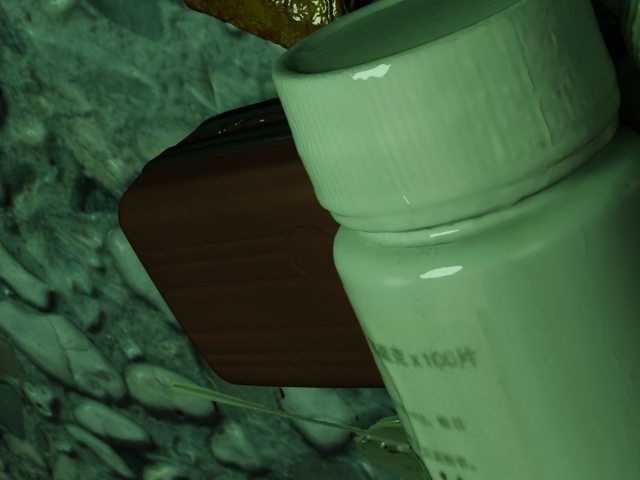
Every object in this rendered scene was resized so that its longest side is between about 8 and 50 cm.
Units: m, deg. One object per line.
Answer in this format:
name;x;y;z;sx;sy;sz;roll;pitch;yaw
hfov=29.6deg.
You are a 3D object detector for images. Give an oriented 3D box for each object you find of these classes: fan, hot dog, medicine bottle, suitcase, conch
fan;0.064;0.183;1.095;0.414;0.012;0.233;13;151;-4
hot dog;-0.037;-0.191;0.920;0.147;0.065;0.099;21;138;5
medicine bottle;0.123;0.027;0.769;0.211;0.211;0.372;-6;115;42
suitcase;0.000;0.000;0.991;0.297;0.161;0.236;-5;123;44
conch;0.220;-0.127;0.742;0.153;0.102;0.135;-116;23;-50
